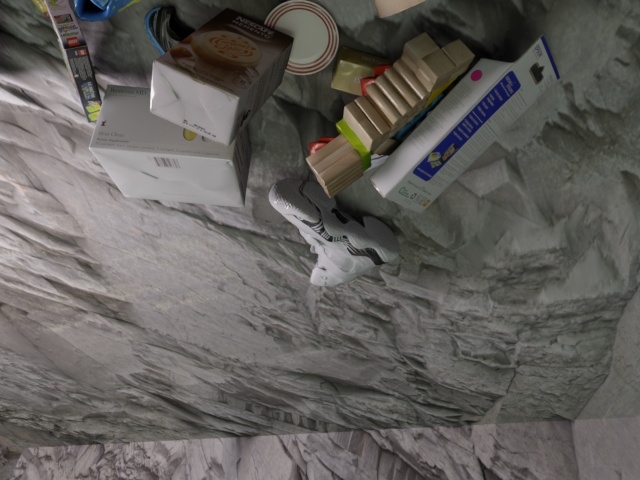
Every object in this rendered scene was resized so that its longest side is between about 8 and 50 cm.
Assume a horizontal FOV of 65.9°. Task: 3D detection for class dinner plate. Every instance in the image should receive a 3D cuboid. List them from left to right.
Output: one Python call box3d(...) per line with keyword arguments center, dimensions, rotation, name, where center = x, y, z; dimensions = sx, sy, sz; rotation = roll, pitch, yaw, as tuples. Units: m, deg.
box3d(center=(-0.036, -0.373, 0.909), dimensions=(0.141, 0.017, 0.141), rotation=(3, 137, 3), name="dinner plate")

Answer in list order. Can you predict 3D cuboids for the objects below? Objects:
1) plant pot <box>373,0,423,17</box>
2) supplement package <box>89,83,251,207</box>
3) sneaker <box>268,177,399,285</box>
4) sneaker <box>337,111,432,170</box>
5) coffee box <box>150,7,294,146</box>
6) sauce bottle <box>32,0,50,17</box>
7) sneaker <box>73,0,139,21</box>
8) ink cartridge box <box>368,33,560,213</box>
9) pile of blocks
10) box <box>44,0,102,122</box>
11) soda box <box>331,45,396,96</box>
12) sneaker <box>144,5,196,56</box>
box3d(center=(0.135, -0.485, 0.636), dimensions=(0.256, 0.257, 0.274), rotation=(-20, 116, 24), name="plant pot")
box3d(center=(-0.284, -0.183, 0.998), dimensions=(0.261, 0.145, 0.204), rotation=(4, 158, -1), name="supplement package")
box3d(center=(0.000, 0.000, 1.218), dimensions=(0.365, 0.138, 0.210), rotation=(25, 131, -26), name="sneaker")
box3d(center=(0.133, -0.215, 1.008), dimensions=(0.258, 0.094, 0.091), rotation=(-24, 132, 27), name="sneaker")
box3d(center=(-0.158, -0.282, 0.831), dimensions=(0.141, 0.247, 0.098), rotation=(24, 135, -1), name="coffee box")
box3d(center=(-0.500, -0.450, 0.845), dimensions=(0.042, 0.042, 0.128), rotation=(-14, 136, 19), name="sauce bottle")
box3d(center=(-0.308, -0.424, 0.794), dimensions=(0.240, 0.126, 0.091), rotation=(-25, 130, 29), name="sneaker")
box3d(center=(0.270, -0.210, 0.930), dimensions=(0.371, 0.069, 0.175), rotation=(-44, 151, 20), name="ink cartridge box")
box3d(center=(0.106, -0.236, 0.908), dimensions=(0.362, 0.113, 0.149), rotation=(-41, 166, 22), name="pile of blocks")
box3d(center=(-0.435, -0.318, 0.885), dimensions=(0.036, 0.114, 0.207), rotation=(-21, 166, -21), name="box")
box3d(center=(0.114, -0.306, 0.939), dimensions=(0.181, 0.058, 0.061), rotation=(13, 137, -10), name="soda box")
box3d(center=(-0.246, -0.344, 0.920), dimensions=(0.078, 0.067, 0.188), rotation=(-12, 132, 26), name="sneaker")
